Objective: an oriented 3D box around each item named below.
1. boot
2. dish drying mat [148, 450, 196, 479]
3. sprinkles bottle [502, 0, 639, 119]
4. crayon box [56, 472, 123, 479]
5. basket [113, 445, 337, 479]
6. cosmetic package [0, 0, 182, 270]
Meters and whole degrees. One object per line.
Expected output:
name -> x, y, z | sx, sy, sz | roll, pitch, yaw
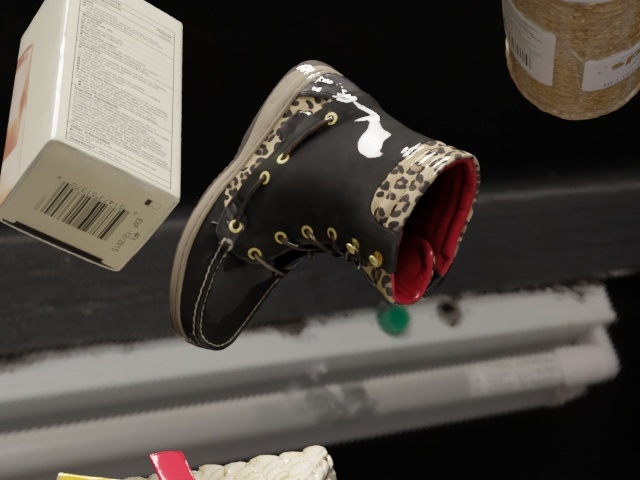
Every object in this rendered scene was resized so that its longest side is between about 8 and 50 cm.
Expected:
boot -> 0.000, 0.000, 1.638 | 0.138, 0.284, 0.377 | 31, -90, -50
dish drying mat -> -0.115, 0.209, 1.185 | 0.032, 0.083, 0.008 | -2, -49, -31
sprinkles bottle -> 0.180, -0.180, 0.964 | 0.121, 0.121, 0.355 | -53, -12, -1
crayon box -> -0.101, 0.325, 0.930 | 0.202, 0.081, 0.319 | 8, -116, -2
basket -> -0.128, 0.385, 1.375 | 0.328, 0.331, 0.267 | -12, -85, 16
cosmetic package -> -0.238, -0.132, 1.483 | 0.153, 0.296, 0.129 | 26, -52, -25
